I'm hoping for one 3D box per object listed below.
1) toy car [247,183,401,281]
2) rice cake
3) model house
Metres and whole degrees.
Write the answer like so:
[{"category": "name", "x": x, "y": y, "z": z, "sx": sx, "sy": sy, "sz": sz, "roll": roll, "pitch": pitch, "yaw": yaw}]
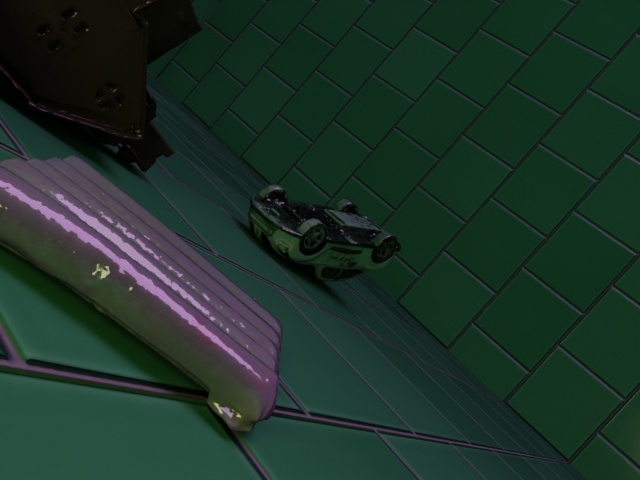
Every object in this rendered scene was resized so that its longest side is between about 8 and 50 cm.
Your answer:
[{"category": "toy car", "x": 0.000, "y": 0.000, "z": 1.109, "sx": 0.305, "sy": 0.125, "sz": 0.136, "roll": 5, "pitch": 28, "yaw": -46}, {"category": "rice cake", "x": -0.101, "y": 0.023, "z": 0.397, "sx": 0.198, "sy": 0.037, "sz": 0.189, "roll": 41, "pitch": 3, "yaw": -5}, {"category": "model house", "x": -0.222, "y": -0.193, "z": 0.699, "sx": 0.211, "sy": 0.204, "sz": 0.243, "roll": 45, "pitch": -11, "yaw": 51}]
